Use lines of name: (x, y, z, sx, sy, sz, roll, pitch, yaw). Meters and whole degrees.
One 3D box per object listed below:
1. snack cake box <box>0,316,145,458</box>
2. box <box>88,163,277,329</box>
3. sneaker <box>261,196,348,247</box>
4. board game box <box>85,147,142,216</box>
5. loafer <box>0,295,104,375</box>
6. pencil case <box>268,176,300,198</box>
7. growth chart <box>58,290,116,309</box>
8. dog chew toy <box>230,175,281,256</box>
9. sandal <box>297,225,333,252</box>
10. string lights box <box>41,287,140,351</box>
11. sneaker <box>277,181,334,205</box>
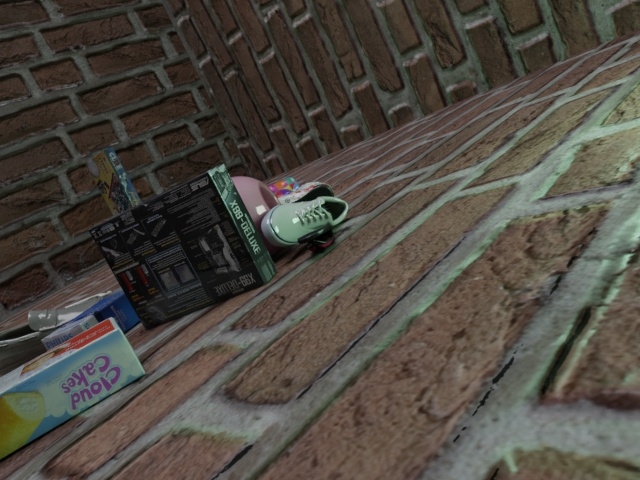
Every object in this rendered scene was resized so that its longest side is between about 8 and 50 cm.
snack cake box: (-0.425, 0.231, 0.912, 0.264, 0.089, 0.152, -30, 10, -21)
box: (-0.275, 0.019, 1.157, 0.307, 0.242, 0.076, -23, 12, 20)
sneaker: (-0.029, -0.056, 1.257, 0.091, 0.094, 0.258, -29, -2, 34)
board game box: (-0.768, -0.207, 2.150, 0.165, 0.243, 0.042, -14, 15, 44)
loafer: (-0.707, 0.225, 1.480, 0.319, 0.111, 0.112, -30, 25, -14)
pencil case: (-0.178, -0.138, 2.057, 0.236, 0.104, 0.104, -33, 13, -23)
growth chart: (-0.652, 0.178, 1.670, 0.172, 0.021, 0.237, -21, -4, -14)
dog chew toy: (-0.244, -0.003, 1.329, 0.332, 0.206, 0.206, -31, 10, 14)
sandal: (0.000, 0.000, 1.175, 0.067, 0.040, 0.179, -21, -3, 9)
string lights box: (-0.487, 0.178, 1.325, 0.133, 0.077, 0.260, -21, 12, 27)
sneaker: (-0.089, -0.094, 1.665, 0.270, 0.090, 0.145, -22, 10, 3)
